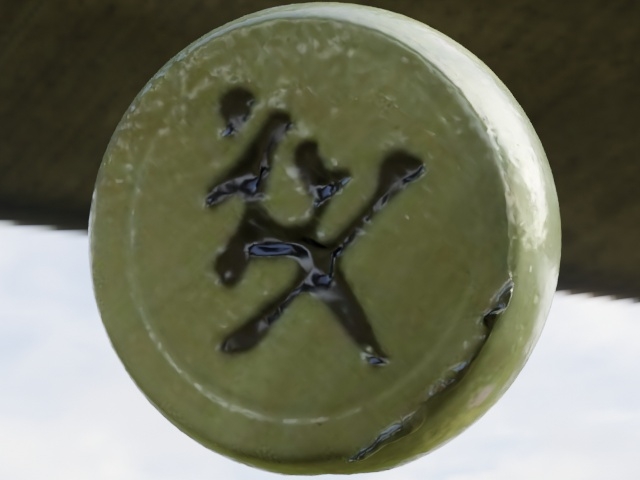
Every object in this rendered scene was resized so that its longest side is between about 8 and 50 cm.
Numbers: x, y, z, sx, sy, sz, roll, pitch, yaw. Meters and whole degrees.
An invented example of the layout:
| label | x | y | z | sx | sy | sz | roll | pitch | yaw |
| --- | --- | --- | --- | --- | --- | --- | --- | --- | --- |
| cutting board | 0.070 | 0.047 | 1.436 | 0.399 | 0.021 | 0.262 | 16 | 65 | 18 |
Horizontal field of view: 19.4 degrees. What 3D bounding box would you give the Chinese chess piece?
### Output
| label | x | y | z | sx | sy | sz | roll | pitch | yaw |
| --- | --- | --- | --- | --- | --- | --- | --- | --- | --- |
| Chinese chess piece | 0.000 | 0.000 | 0.738 | 0.188 | 0.188 | 0.083 | -14 | -6 | 19 |
